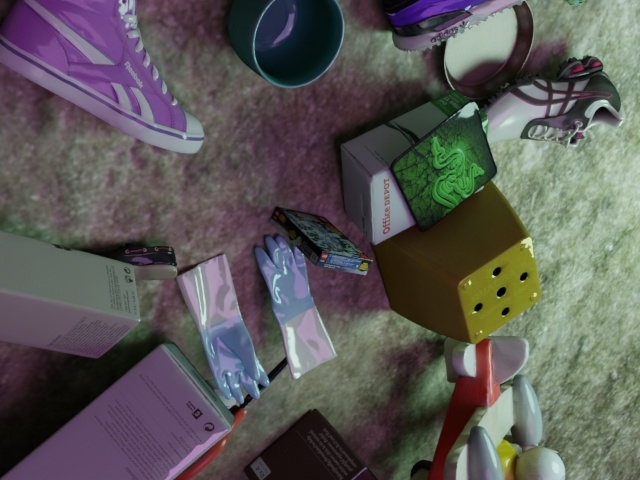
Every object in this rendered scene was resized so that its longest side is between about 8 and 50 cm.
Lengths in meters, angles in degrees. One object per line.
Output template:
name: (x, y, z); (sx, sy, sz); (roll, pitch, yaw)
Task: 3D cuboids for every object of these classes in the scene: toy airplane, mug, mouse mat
toy airplane: (0.308, 0.347, 1.688); (0.386, 0.272, 0.384); (-57, 156, -28)
mug: (-0.042, -0.278, 1.185); (0.129, 0.097, 0.158); (34, 96, -42)
mouse mat: (0.182, -0.102, 1.375); (0.152, 0.007, 0.189); (-39, 145, -4)

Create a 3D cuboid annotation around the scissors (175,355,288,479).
scissors: (-0.112, 0.254, 1.436); (0.297, 0.109, 0.021); (-39, 106, -11)

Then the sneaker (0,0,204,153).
sneaker: (-0.218, -0.214, 1.105); (0.282, 0.102, 0.161); (28, 97, -42)

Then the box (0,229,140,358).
box: (-0.365, 0.061, 1.158); (0.275, 0.094, 0.113); (20, 134, -41)

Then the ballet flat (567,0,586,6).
ballet flat: (0.418, -0.436, 1.425); (0.070, 0.070, 0.188); (-9, 123, -30)

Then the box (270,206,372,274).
box: (0.000, 0.000, 1.365); (0.094, 0.137, 0.027); (12, 111, -40)

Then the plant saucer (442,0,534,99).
plant saucer: (0.245, -0.294, 1.421); (0.168, 0.029, 0.168); (-18, 128, -24)

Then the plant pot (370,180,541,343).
plant pot: (0.228, 0.037, 1.513); (0.212, 0.187, 0.212); (-32, 132, -14)

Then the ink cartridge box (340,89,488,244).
ink cartridge box: (0.138, -0.107, 1.410); (0.208, 0.087, 0.153); (-27, 142, -19)

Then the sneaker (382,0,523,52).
sneaker: (0.210, -0.381, 1.276); (0.293, 0.102, 0.146); (-31, 128, -4)

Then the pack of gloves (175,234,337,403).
pack of gloves: (-0.081, 0.118, 1.398); (0.195, 0.046, 0.232); (-25, 110, -21)

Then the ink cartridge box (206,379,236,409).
ink cartridge box: (-0.162, 0.259, 1.493); (0.048, 0.028, 0.083); (1, 117, -37)

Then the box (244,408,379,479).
box: (0.012, 0.435, 1.631); (0.167, 0.168, 0.203); (-40, 133, -6)

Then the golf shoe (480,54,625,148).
golf shoe: (0.352, -0.197, 1.480); (0.273, 0.120, 0.105); (-24, 159, -18)

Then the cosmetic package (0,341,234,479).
cosmetic package: (-0.301, 0.312, 1.291); (0.365, 0.197, 0.155); (-39, 89, -8)

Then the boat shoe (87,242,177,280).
boat shoe: (-0.258, 0.028, 1.273); (0.133, 0.042, 0.049); (1, 151, -22)
